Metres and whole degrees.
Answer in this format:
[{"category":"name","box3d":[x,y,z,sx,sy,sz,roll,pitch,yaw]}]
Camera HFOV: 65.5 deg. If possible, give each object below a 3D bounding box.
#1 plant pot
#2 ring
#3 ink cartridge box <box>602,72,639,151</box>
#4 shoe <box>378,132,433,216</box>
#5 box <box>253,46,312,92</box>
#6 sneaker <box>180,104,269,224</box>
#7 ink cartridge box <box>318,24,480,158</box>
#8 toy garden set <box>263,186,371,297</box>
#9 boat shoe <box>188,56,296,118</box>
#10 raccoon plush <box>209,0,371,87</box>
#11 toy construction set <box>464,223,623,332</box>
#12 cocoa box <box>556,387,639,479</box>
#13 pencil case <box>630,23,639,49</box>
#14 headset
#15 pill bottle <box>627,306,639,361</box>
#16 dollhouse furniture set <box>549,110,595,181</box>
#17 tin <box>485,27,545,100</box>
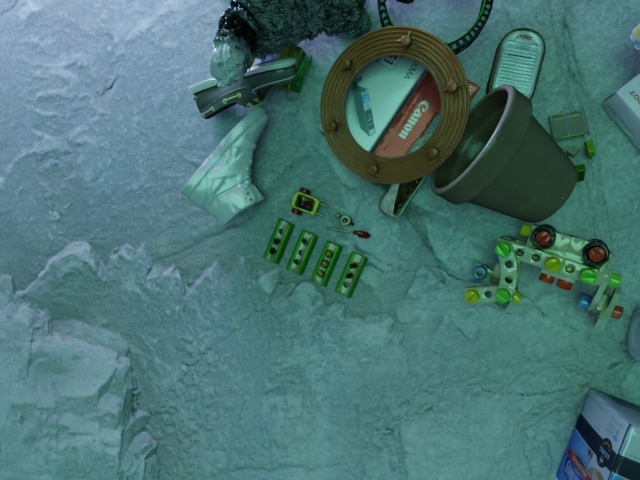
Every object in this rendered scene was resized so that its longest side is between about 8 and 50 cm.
[{"category":"plant pot","box3d":[0.402,-0.157,1.057,0.229,0.263,0.263,30,97,-10]},{"category":"ring","box3d":[0.152,-0.292,1.088,0.336,0.032,0.337,5,104,21]},{"category":"ink cartridge box","box3d":[0.745,-0.309,1.043,0.219,0.092,0.160,-39,83,9]},{"category":"shoe","box3d":[0.215,-0.148,1.152,0.076,0.058,0.219,28,99,-17]},{"category":"box","box3d":[-0.117,-0.441,1.234,0.179,0.043,0.105,21,95,8]},{"category":"sneaker","box3d":[-0.187,-0.176,1.233,0.169,0.108,0.292,40,95,-6]},{"category":"ink cartridge box","box3d":[0.183,-0.312,1.166,0.261,0.066,0.296,35,97,9]},{"category":"toy garden set","box3d":[0.000,0.000,1.215,0.244,0.049,0.204,24,95,10]},{"category":"boat shoe","box3d":[-0.180,-0.363,1.191,0.304,0.109,0.091,-5,113,30]},{"category":"raccoon plush","box3d":[-0.039,-0.455,1.085,0.299,0.216,0.447,9,66,0]},{"category":"toy construction set","box3d":[0.493,0.081,1.063,0.327,0.151,0.215,17,104,10]},{"category":"cocoa box","box3d":[0.708,0.496,0.995,0.346,0.231,0.228,20,95,10]},{"category":"pencil case","box3d":[0.724,-0.339,0.942,0.124,0.113,0.273,-39,82,19]},{"category":"headset","box3d":[0.243,-0.599,1.102,0.243,0.185,0.395,-5,95,8]},{"category":"pill bottle","box3d":[0.780,0.215,1.031,0.221,0.124,0.124,11,93,9]},{"category":"dollhouse furniture set","box3d":[0.565,-0.211,1.116,0.076,0.058,0.152,-9,70,18]},{"category":"tin","box3d":[0.444,-0.386,1.130,0.106,0.040,0.190,13,93,6]}]
